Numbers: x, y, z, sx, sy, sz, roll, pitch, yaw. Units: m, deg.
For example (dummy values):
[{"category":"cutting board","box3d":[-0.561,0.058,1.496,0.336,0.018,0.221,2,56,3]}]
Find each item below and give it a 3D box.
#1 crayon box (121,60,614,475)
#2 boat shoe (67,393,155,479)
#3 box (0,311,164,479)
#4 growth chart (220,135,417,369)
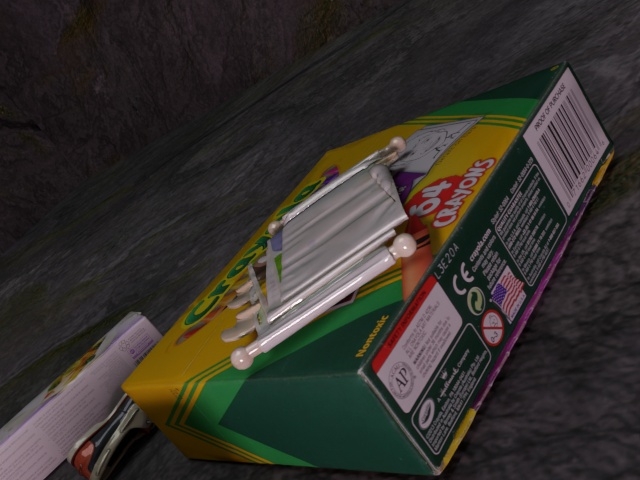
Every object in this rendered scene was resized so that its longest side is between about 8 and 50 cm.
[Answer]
[{"category":"crayon box","box3d":[0.041,0.022,0.698,0.313,0.106,0.363,-13,30,48]},{"category":"boat shoe","box3d":[-0.193,0.186,0.814,0.043,0.049,0.137,31,57,23]},{"category":"box","box3d":[-0.307,0.212,0.910,0.324,0.067,0.063,-45,20,-20]},{"category":"growth chart","box3d":[0.000,0.000,0.627,0.172,0.021,0.237,-33,20,15]}]
